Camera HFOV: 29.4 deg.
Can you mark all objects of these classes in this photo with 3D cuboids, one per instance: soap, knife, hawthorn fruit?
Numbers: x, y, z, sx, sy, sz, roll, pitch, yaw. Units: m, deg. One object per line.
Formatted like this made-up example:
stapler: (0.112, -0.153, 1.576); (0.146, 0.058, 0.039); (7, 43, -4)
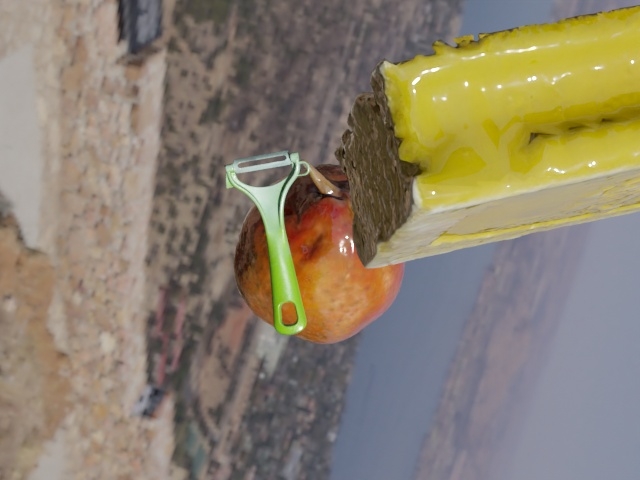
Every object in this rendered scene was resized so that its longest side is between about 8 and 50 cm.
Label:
soap: (0.175, -0.066, 0.699); (0.199, 0.315, 0.091); (131, -52, -78)
knife: (-0.037, 0.003, 1.111); (0.022, 0.078, 0.166); (-38, 119, -80)
hawthorn fruit: (0.000, 0.000, 1.423); (0.262, 0.210, 0.210); (92, 19, -61)
